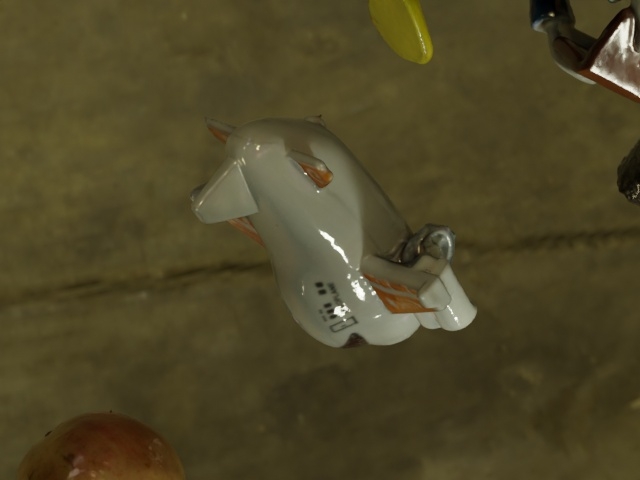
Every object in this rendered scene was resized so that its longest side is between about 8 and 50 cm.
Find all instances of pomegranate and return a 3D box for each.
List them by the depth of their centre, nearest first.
[{"bbox_3d":[-0.239,0.280,2.004,0.191,0.191,0.191,-10,137,-9],"label":"pomegranate"}]

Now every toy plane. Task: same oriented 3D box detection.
[{"bbox_3d":[0.000,0.000,1.293,0.117,0.244,0.245,-53,138,-16],"label":"toy plane"}]

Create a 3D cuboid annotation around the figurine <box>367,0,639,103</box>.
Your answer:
[{"bbox_3d":[0.235,-0.263,1.610,0.338,0.283,0.204,-44,180,-23],"label":"figurine"}]

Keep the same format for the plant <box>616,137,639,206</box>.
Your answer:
[{"bbox_3d":[0.381,-0.091,1.925,0.092,0.094,0.143,41,125,-15],"label":"plant"}]
